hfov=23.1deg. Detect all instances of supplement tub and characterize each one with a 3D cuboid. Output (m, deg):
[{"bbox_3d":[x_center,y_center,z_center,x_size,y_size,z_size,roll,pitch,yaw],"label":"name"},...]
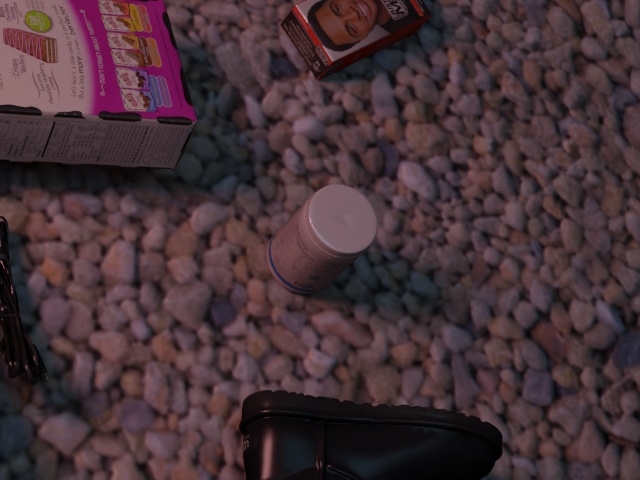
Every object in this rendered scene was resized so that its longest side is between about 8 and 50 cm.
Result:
[{"bbox_3d":[0.000,0.000,1.427,0.071,0.107,0.071,10,63,-21],"label":"supplement tub"}]

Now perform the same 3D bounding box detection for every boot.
[{"bbox_3d":[0.039,0.246,1.341,0.246,0.094,0.207,9,60,-14],"label":"boot"}]

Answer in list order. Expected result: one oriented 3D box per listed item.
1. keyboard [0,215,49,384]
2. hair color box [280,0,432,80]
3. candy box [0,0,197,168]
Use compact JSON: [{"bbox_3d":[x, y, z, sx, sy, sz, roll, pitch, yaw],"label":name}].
[{"bbox_3d":[-0.315,0.024,1.263,0.201,0.033,0.317,15,46,-45],"label":"keyboard"},{"bbox_3d":[0.037,-0.224,1.584,0.141,0.043,0.072,-30,84,-32],"label":"hair color box"},{"bbox_3d":[-0.241,-0.146,1.377,0.233,0.071,0.159,3,50,-26],"label":"candy box"}]
